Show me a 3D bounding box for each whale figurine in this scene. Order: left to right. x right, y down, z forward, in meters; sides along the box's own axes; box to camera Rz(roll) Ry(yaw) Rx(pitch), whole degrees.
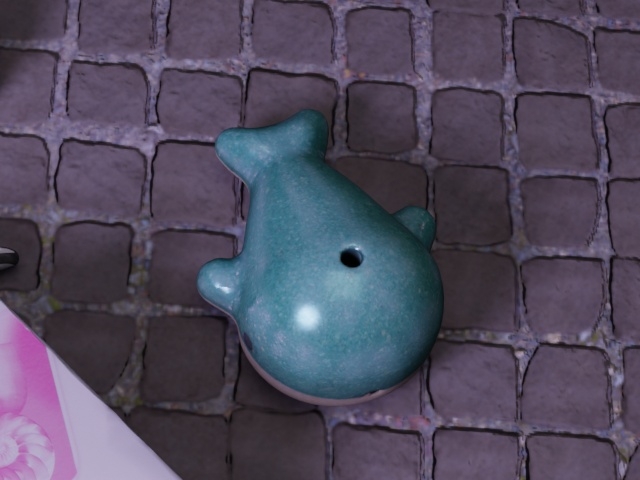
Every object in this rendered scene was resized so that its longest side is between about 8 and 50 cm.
[{"bbox_3d":[0.000,0.000,1.354,0.216,0.141,0.272,-14,67,-14],"label":"whale figurine"}]

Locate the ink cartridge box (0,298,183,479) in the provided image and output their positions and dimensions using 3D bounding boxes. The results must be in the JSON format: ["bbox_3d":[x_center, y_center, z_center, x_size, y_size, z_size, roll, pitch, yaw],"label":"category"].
[{"bbox_3d":[-0.313,0.190,1.161,0.330,0.071,0.324,42,68,11],"label":"ink cartridge box"}]

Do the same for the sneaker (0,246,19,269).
[{"bbox_3d":[-0.305,0.033,1.359,0.109,0.040,0.044,-15,85,-11],"label":"sneaker"}]
